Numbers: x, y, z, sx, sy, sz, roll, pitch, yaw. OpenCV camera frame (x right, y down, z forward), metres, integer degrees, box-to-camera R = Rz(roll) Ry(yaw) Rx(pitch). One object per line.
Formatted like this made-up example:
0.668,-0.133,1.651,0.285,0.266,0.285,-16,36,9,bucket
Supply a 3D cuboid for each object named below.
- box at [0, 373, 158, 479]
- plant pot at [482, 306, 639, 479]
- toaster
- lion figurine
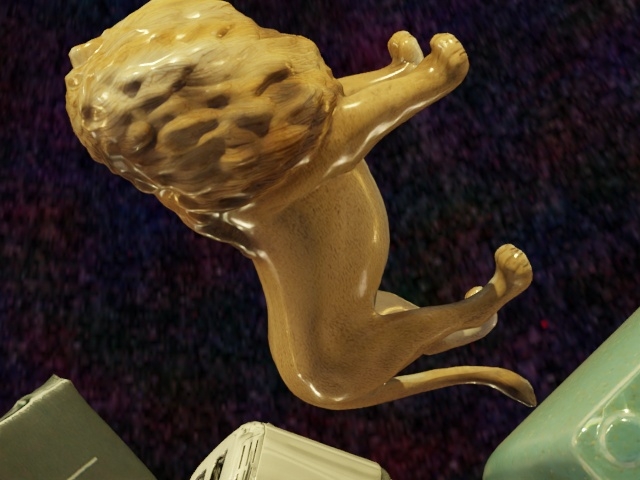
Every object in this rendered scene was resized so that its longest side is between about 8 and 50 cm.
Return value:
-0.102,0.301,0.673,0.395,0.293,0.212,48,116,3,box
0.235,0.120,0.878,0.248,0.252,0.247,-44,70,-2,plant pot
-0.040,0.259,1.388,0.146,0.227,0.129,27,139,-15,toaster
0.000,0.000,1.144,0.240,0.142,0.392,-28,111,-15,lion figurine
